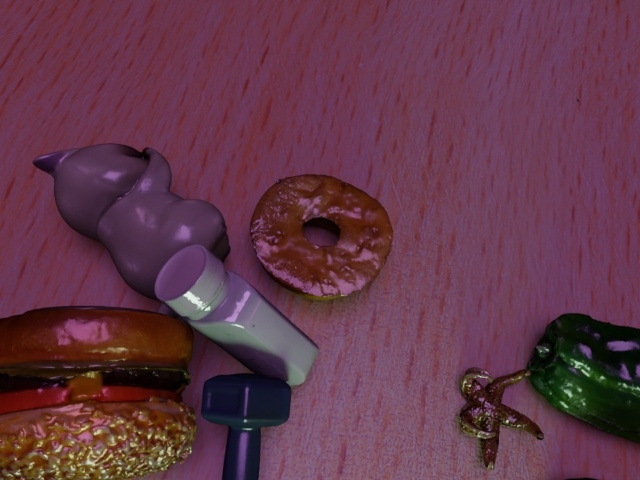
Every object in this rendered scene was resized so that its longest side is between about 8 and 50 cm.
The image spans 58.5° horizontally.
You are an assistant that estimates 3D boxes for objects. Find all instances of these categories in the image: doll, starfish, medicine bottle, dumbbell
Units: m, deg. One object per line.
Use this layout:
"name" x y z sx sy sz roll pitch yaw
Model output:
"doll" -0.320 -0.035 1.054 0.226 0.215 0.370 -42 80 -5
"starfish" 0.333 0.329 1.062 0.147 0.074 0.189 10 66 -2
"medicine bottle" -0.137 0.133 0.958 0.161 0.296 0.111 3 57 43
"dumbbell" -0.127 0.376 0.905 0.144 0.160 0.324 4 76 -6

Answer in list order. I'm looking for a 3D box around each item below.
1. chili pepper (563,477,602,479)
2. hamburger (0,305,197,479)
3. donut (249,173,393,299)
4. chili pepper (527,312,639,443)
"chili pepper" 0.445 0.491 0.965 0.261 0.174 0.165 5 92 -7
"hamburger" -0.349 0.239 0.867 0.330 0.330 0.250 1 74 -8
"donut" -0.002 -0.002 1.138 0.278 0.108 0.277 3 66 -6
"chili pepper" 0.595 0.264 1.077 0.385 0.167 0.213 21 68 0
